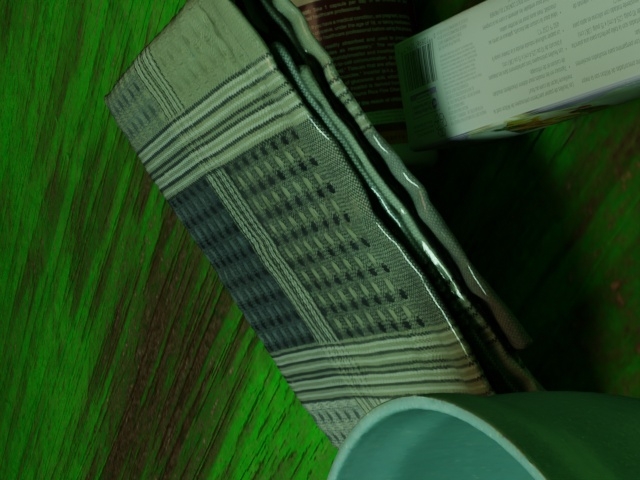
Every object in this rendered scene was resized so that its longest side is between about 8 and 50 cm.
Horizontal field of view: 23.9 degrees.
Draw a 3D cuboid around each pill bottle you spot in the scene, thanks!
[{"bbox_3d":[0.020,-0.113,0.928,0.086,0.086,0.152,162,100,-66],"label":"pill bottle"}]

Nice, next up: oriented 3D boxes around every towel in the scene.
[{"bbox_3d":[0.000,0.000,0.904,0.312,0.056,0.324,57,161,-6],"label":"towel"}]

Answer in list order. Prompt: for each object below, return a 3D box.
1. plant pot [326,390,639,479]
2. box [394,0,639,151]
[{"bbox_3d":[0.143,0.193,0.603,0.293,0.196,0.293,173,90,-66],"label":"plant pot"},{"bbox_3d":[0.134,-0.097,0.703,0.324,0.063,0.067,164,96,-66],"label":"box"}]
